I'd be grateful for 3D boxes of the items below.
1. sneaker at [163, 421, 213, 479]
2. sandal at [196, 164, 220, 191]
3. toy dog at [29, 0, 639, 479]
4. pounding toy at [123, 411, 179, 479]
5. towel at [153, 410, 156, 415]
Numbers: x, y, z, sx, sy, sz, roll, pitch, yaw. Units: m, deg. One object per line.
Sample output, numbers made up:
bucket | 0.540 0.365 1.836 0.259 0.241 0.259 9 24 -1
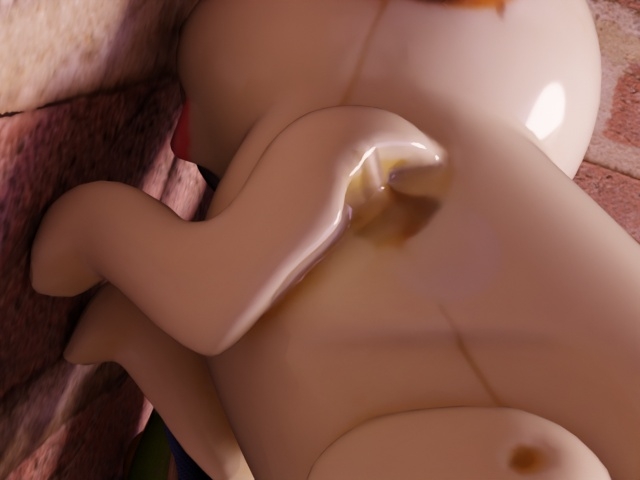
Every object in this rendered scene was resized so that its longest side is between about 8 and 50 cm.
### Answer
sneaker | -0.021 0.078 1.011 0.112 0.131 0.296 -26 -136 36
sandal | 0.000 0.000 0.998 0.067 0.179 0.040 -40 173 -14
toy dog | 0.057 0.015 0.822 0.284 0.395 0.408 59 16 -64
pounding toy | -0.096 0.143 1.093 0.183 0.110 0.237 -30 111 -63
towel | -0.146 0.296 1.287 0.370 0.040 0.271 94 16 -59
